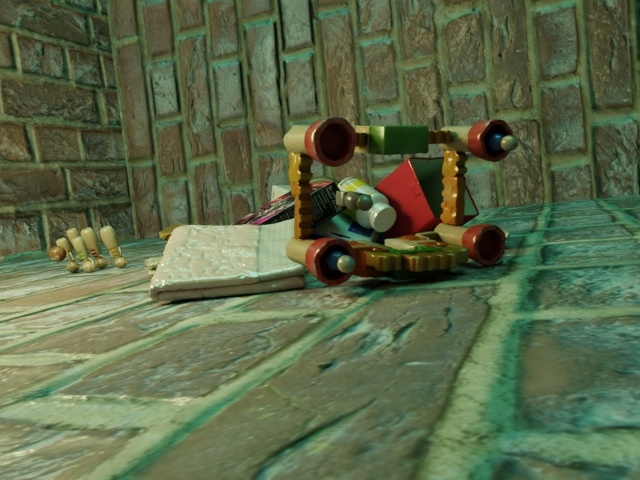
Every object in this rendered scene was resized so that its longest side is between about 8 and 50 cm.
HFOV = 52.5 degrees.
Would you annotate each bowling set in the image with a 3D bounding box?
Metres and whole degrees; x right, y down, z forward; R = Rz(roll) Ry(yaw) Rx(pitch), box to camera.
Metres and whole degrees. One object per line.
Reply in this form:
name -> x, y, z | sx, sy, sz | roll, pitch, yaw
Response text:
bowling set -> -0.822, 0.058, 2.210 | 0.287, 0.154, 0.200 | -1, 25, 42

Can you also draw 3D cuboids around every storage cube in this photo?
storage cube -> 0.283, -0.101, 1.802 | 0.183, 0.215, 0.193 | -7, -22, -37

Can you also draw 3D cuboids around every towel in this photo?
towel -> -0.357, 0.064, 1.860 | 0.282, 0.049, 0.187 | -6, 5, -18
towel -> -0.190, 0.030, 1.410 | 0.316, 0.053, 0.332 | -5, 20, -2

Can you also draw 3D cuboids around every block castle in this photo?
block castle -> 0.162, -0.081, 1.243 | 0.453, 0.303, 0.213 | -5, 12, -29

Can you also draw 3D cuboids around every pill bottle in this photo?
pill bottle -> 0.123, -0.096, 1.775 | 0.103, 0.103, 0.184 | -9, 32, -31

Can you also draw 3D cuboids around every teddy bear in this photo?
teddy bear -> -0.435, 0.009, 2.412 | 0.338, 0.113, 0.245 | -4, 21, 12

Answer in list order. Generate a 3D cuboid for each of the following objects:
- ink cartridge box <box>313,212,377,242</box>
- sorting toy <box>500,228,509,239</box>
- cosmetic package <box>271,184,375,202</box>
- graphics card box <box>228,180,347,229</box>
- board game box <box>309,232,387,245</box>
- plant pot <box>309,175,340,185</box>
ink cartridge box -> 0.085, -0.041, 1.839 | 0.165, 0.065, 0.333 | 17, 25, 11
sorting toy -> 0.371, 0.008, 1.679 | 0.208, 0.038, 0.193 | -10, 3, 6
cosmetic package -> 0.061, -0.116, 2.430 | 0.453, 0.162, 0.230 | 0, 10, -21
graphics card box -> -0.135, -0.035, 1.727 | 0.371, 0.094, 0.233 | -33, 15, -20
board game box -> 0.000, 0.000, 1.992 | 0.347, 0.078, 0.233 | -9, 5, -35
plant pot -> 0.013, -0.117, 2.725 | 0.263, 0.263, 0.229 | -7, 22, -8
